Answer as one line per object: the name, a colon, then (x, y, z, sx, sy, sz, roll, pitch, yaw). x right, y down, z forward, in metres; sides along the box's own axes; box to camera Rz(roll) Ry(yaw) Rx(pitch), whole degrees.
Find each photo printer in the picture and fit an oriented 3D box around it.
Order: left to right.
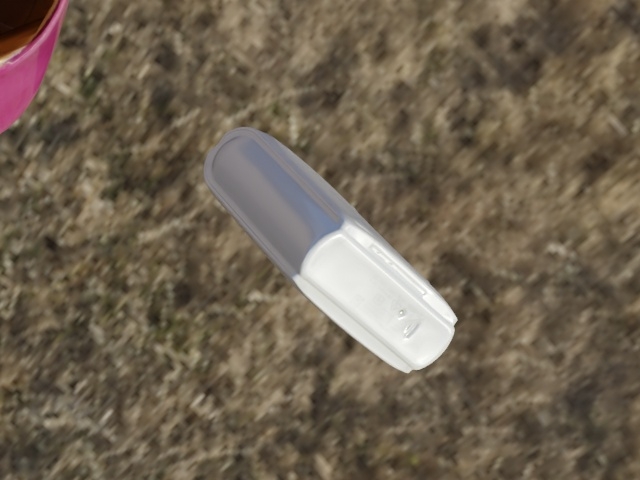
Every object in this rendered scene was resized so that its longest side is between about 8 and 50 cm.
photo printer: (0.000, 0.000, 2.024, 0.256, 0.107, 0.307, 41, 4, -40)

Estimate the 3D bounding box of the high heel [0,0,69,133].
high heel: (-0.105, -0.085, 0.527, 0.127, 0.377, 0.181, -32, 70, -14)
